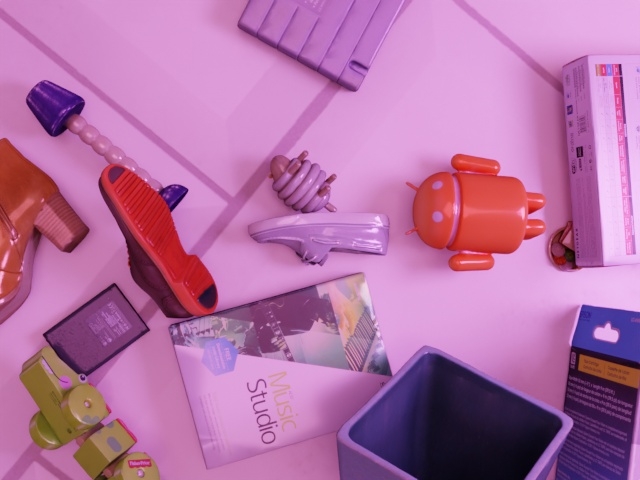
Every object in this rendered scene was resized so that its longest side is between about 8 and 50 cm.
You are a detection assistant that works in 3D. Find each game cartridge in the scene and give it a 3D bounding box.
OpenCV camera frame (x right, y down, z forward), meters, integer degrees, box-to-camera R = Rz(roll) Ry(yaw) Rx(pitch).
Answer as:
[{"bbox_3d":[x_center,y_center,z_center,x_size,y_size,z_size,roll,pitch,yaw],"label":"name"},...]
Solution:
[{"bbox_3d":[0.042,-0.448,1.308,0.230,0.068,0.355,29,92,-1],"label":"game cartridge"}]

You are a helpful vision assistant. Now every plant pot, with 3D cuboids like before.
[{"bbox_3d":[0.180,0.357,1.186,0.248,0.247,0.252,25,129,28],"label":"plant pot"}]

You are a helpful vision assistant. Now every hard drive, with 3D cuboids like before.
[{"bbox_3d":[-0.350,0.144,1.276,0.135,0.022,0.094,-36,93,-6],"label":"hard drive"}]

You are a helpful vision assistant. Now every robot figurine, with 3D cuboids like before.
[{"bbox_3d":[0.241,-0.042,1.292,0.219,0.128,0.158,4,119,-6],"label":"robot figurine"}]

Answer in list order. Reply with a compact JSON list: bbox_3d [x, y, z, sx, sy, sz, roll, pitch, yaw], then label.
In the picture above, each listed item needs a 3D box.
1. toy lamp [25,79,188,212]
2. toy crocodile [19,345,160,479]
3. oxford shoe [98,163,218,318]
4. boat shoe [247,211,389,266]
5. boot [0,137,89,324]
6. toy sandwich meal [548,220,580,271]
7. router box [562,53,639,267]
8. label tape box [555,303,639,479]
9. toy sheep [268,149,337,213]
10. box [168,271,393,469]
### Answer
[{"bbox_3d":[-0.332,-0.140,1.259,0.274,0.080,0.080,40,85,-3],"label":"toy lamp"},{"bbox_3d":[-0.331,0.307,1.235,0.115,0.105,0.340,-40,87,31],"label":"toy crocodile"},{"bbox_3d":[-0.263,0.013,1.221,0.098,0.097,0.271,-18,113,26],"label":"oxford shoe"},{"bbox_3d":[0.000,0.000,1.289,0.227,0.079,0.081,-2,84,-9],"label":"boat shoe"},{"bbox_3d":[-0.519,0.005,1.232,0.211,0.104,0.295,43,80,2],"label":"boot"},{"bbox_3d":[0.420,0.012,1.358,0.085,0.029,0.086,0,88,-6],"label":"toy sandwich meal"},{"bbox_3d":[0.560,-0.130,1.334,0.301,0.082,0.335,-3,88,-13],"label":"router box"},{"bbox_3d":[0.466,0.281,1.244,0.115,0.249,0.348,9,87,-5],"label":"label tape box"},{"bbox_3d":[-0.025,-0.086,1.286,0.132,0.091,0.091,41,85,-9],"label":"toy sheep"},{"bbox_3d":[-0.054,0.201,1.288,0.322,0.058,0.232,-16,90,-7],"label":"box"}]
